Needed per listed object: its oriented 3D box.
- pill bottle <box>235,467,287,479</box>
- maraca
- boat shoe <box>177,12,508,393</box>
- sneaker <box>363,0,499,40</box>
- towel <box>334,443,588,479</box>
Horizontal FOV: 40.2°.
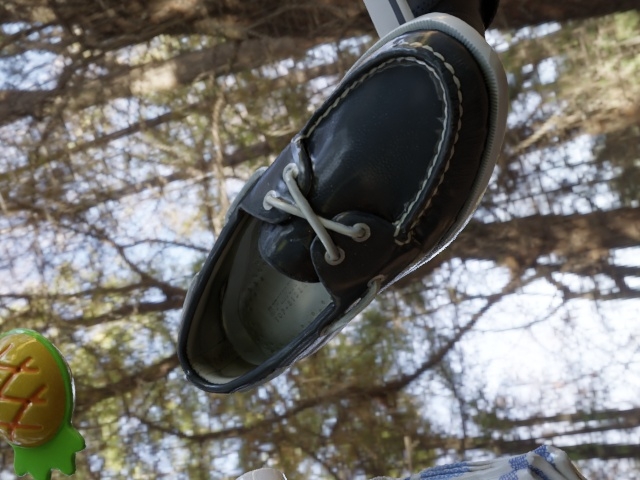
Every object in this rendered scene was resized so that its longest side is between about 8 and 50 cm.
[{"bbox_3d":[-0.063,0.460,1.297,0.131,0.131,0.229,46,-169,-44],"label":"pill bottle"},{"bbox_3d":[-0.339,0.194,1.026,0.099,0.127,0.186,-4,-110,-66],"label":"maraca"},{"bbox_3d":[0.000,0.000,0.522,0.114,0.302,0.091,44,-136,16],"label":"boat shoe"},{"bbox_3d":[0.079,-0.252,0.623,0.126,0.127,0.321,7,-115,-63],"label":"sneaker"},{"bbox_3d":[0.122,0.230,0.592,0.209,0.285,0.034,48,-124,-6],"label":"towel"}]
